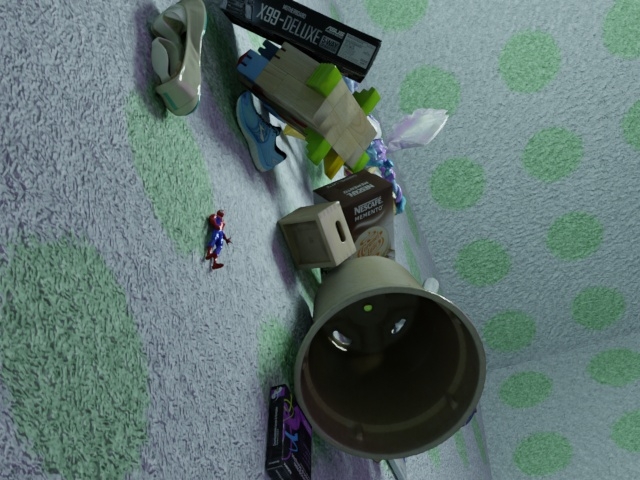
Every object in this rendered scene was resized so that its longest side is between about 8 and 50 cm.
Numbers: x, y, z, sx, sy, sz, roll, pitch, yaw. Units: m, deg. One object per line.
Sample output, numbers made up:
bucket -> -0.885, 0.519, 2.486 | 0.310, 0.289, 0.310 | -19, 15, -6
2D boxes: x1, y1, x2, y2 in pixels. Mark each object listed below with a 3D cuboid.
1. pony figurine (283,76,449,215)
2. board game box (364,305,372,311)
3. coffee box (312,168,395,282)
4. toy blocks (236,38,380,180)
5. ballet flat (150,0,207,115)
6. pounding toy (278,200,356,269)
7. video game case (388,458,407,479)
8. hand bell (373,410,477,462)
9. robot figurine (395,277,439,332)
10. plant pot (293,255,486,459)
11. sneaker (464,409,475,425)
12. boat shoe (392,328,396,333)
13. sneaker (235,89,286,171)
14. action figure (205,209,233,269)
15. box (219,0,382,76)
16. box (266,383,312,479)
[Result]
pony figurine -> 0.108, -0.246, 2.037 | 0.363, 0.302, 0.351 | 47, 49, -28
board game box -> 0.085, 0.131, 1.938 | 0.181, 0.092, 0.043 | -92, 160, -48
coffee box -> 0.075, -0.006, 1.770 | 0.098, 0.141, 0.247 | 34, -40, 44
toy blocks -> -0.045, -0.292, 1.682 | 0.261, 0.191, 0.381 | 37, -1, 22
ballet flat -> -0.221, -0.301, 1.282 | 0.086, 0.086, 0.249 | 55, 23, -52
pounding toy -> 0.000, 0.000, 1.676 | 0.100, 0.130, 0.141 | -35, 110, -44
video game case -> 0.172, 0.484, 2.010 | 0.143, 0.019, 0.157 | -89, 156, -55
hand bell -> 0.224, 0.399, 1.838 | 0.126, 0.241, 0.126 | -17, 90, -77
robot figurine -> 0.253, 0.249, 2.243 | 0.353, 0.199, 0.300 | -60, 170, -72
plant pot -> 0.109, 0.182, 1.570 | 0.305, 0.333, 0.334 | -102, 171, -70
sneaker -> 0.243, 0.300, 1.723 | 0.182, 0.128, 0.315 | 30, -6, -27
boat shoe -> 0.125, 0.148, 2.064 | 0.341, 0.127, 0.158 | -81, 159, -46
sneaker -> -0.111, -0.217, 1.615 | 0.063, 0.073, 0.162 | -78, 148, -64
action figure -> -0.155, -0.008, 1.275 | 0.038, 0.030, 0.115 | 55, 19, -39
box -> -0.036, -0.413, 1.666 | 0.242, 0.307, 0.077 | -82, -163, -82
box -> -0.046, 0.320, 1.300 | 0.162, 0.029, 0.116 | -88, 157, -51
